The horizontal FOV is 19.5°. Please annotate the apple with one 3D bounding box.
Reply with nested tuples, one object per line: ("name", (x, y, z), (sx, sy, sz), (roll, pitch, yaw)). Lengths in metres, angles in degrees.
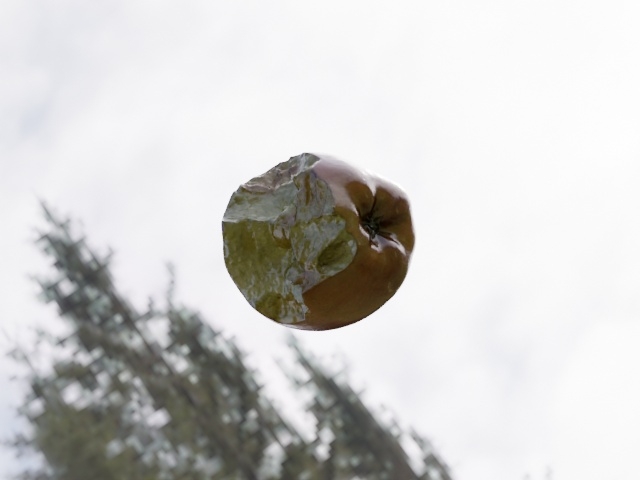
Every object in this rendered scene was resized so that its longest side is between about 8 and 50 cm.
("apple", (0.007, 0.002, 1.665), (0.158, 0.156, 0.147), (-4, -20, 34))
